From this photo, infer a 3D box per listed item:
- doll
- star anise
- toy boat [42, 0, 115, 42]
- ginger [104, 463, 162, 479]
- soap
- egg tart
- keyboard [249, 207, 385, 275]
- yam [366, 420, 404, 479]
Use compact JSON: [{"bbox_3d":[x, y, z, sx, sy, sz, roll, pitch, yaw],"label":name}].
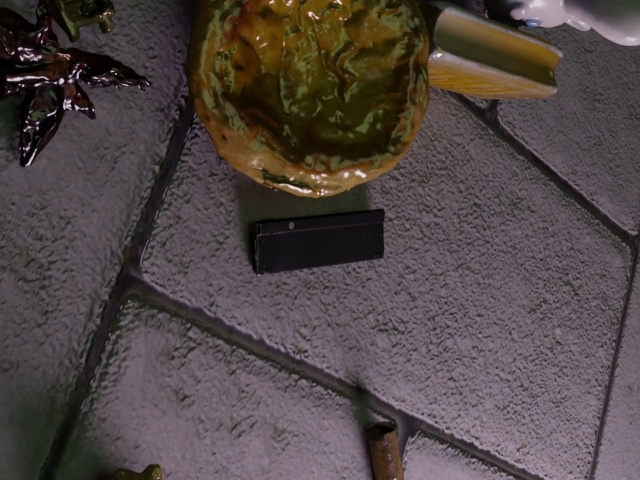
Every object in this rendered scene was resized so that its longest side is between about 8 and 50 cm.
[{"bbox_3d":[0.241,-0.392,1.295,0.365,0.376,0.187,32,76,-24],"label":"doll"},{"bbox_3d":[-0.287,-0.159,0.955,0.157,0.053,0.212,-51,141,2],"label":"star anise"},{"bbox_3d":[-0.272,-0.320,0.965,0.068,0.088,0.226,-30,108,-39],"label":"toy boat"},{"bbox_3d":[-0.186,0.309,1.012,0.205,0.081,0.115,27,56,-31],"label":"ginger"},{"bbox_3d":[0.197,-0.265,1.335,0.274,0.173,0.089,5,92,-41],"label":"soap"},{"bbox_3d":[-0.018,-0.215,1.136,0.341,0.129,0.342,-3,98,-25],"label":"egg tart"},{"bbox_3d":[-0.001,0.000,1.239,0.231,0.023,0.072,-7,99,-42],"label":"keyboard"},{"bbox_3d":[0.115,0.411,1.303,0.045,0.045,0.327,-49,128,-73],"label":"yam"}]
